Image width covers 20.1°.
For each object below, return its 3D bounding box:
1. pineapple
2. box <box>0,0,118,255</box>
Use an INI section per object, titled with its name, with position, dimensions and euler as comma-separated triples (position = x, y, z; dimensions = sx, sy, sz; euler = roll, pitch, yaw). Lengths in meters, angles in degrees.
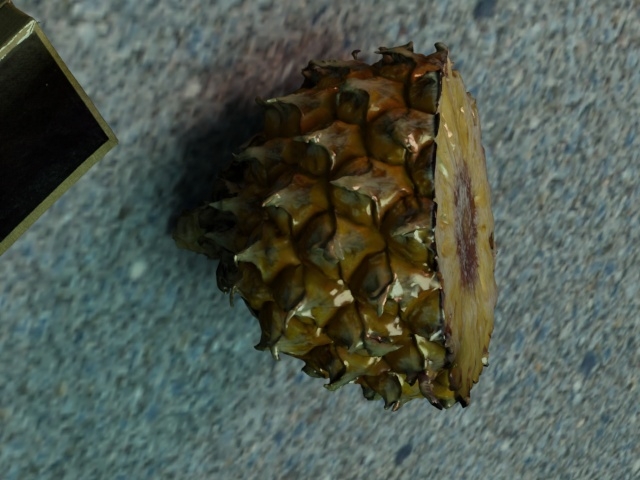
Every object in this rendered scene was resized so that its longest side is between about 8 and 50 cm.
[pineapple]
position = 0.000, -0.004, 0.810
dimensions = 0.176, 0.137, 0.161
euler = -69, 152, -57
[box]
position = -0.132, -0.044, 0.711
dimensions = 0.079, 0.035, 0.083
euler = -46, 140, -12
